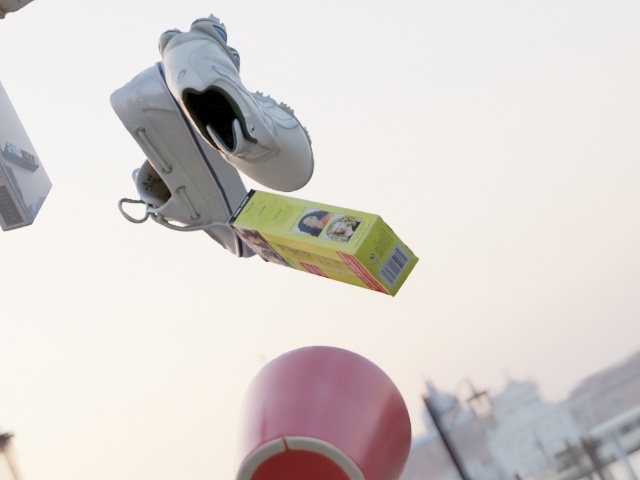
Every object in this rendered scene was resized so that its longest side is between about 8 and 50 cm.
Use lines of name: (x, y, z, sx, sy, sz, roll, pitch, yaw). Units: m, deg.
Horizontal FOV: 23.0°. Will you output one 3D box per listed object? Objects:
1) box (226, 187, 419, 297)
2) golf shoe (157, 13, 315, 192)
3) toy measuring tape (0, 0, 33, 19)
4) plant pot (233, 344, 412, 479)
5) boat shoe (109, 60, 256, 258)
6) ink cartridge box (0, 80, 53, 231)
box: (0.000, 0.000, 1.769, 0.232, 0.087, 0.058, 13, 64, 48)
golf shoe: (-0.063, -0.080, 1.165, 0.069, 0.086, 0.176, -26, -49, 20)
toy measuring tape: (-0.275, -0.391, 1.863, 0.330, 0.121, 0.121, -33, -11, 4)
plant pot: (-0.008, 0.321, 2.272, 0.275, 0.275, 0.243, -30, 11, 16)
boat shoe: (-0.183, -0.076, 1.988, 0.156, 0.136, 0.367, -24, -34, -1)
ink cartridge box: (-0.546, -0.205, 2.686, 0.066, 0.296, 0.261, -14, 29, 15)
